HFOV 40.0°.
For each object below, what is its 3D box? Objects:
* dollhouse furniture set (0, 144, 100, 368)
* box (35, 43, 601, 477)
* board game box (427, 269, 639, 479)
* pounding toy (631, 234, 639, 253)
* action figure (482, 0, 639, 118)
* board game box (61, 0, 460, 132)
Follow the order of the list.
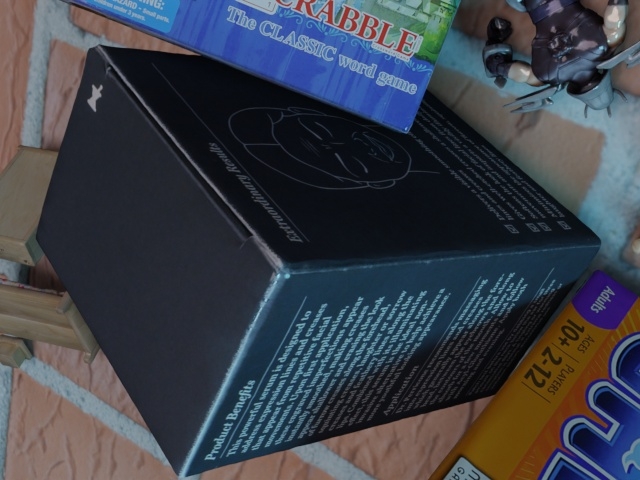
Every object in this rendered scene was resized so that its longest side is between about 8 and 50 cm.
[{"bbox_3d":[-0.369,0.052,1.310,0.303,0.173,0.355,11,141,15],"label":"dollhouse furniture set"},{"bbox_3d":[0.000,0.000,0.801,0.293,0.396,0.212,49,126,34],"label":"box"},{"bbox_3d":[0.245,0.324,0.784,0.356,0.356,0.356,38,135,16],"label":"board game box"},{"bbox_3d":[0.371,0.012,0.736,0.154,0.155,0.269,51,165,12],"label":"pounding toy"},{"bbox_3d":[0.209,-0.240,0.823,0.185,0.099,0.285,-27,100,28],"label":"action figure"},{"bbox_3d":[-0.018,-0.292,0.721,0.319,0.066,0.318,19,96,-9],"label":"board game box"}]
